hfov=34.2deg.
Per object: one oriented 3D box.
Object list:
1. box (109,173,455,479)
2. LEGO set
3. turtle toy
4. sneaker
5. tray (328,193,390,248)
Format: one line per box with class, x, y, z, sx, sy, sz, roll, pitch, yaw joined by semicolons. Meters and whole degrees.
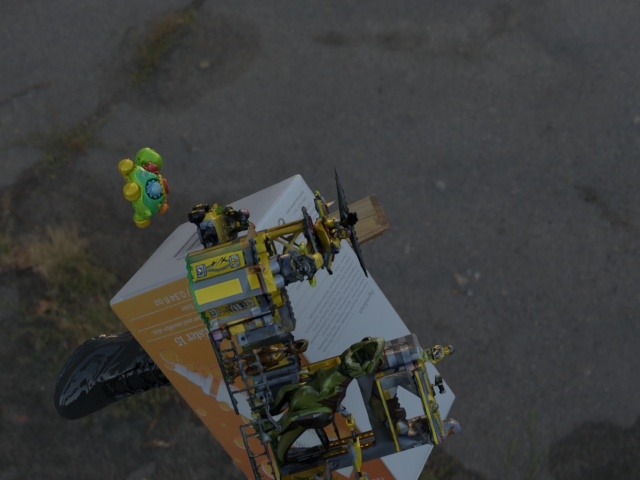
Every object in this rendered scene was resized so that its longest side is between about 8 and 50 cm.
box;-0.038;0.131;1.215;0.215;0.345;0.168;-21;23;39
LEGO set;0.023;0.102;0.912;0.192;0.255;0.332;-17;91;2
turtle toy;-0.272;-0.089;1.622;0.066;0.095;0.130;-14;56;-4
sneaker;-0.301;0.200;1.689;0.286;0.109;0.130;-36;38;-14
tray;0.000;0.000;1.963;0.202;0.411;0.076;-25;91;-5
